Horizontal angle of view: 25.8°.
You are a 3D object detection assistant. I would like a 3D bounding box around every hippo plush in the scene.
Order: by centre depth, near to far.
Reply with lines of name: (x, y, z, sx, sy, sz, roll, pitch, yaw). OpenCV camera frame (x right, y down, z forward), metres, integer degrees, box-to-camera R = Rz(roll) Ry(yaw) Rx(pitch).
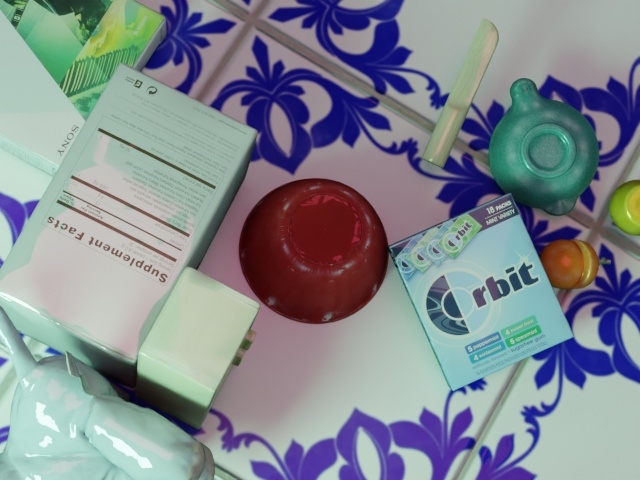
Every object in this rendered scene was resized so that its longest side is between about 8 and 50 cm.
hippo plush: (-0.264, 0.256, 1.440, 0.234, 0.294, 0.236, 30, 80, 24)

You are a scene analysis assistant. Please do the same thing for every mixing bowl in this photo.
mixing bowl: (0.000, 0.000, 1.628, 0.182, 0.098, 0.181, 2, 75, -8)

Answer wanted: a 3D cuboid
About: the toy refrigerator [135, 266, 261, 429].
toy refrigerator: (-0.132, 0.123, 1.485, 0.094, 0.269, 0.102, 28, 72, 1)

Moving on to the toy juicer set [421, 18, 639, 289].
toy juicer set: (0.246, -0.081, 1.702, 0.329, 0.089, 0.209, 44, 92, 2)

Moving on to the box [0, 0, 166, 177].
box: (-0.378, -0.242, 1.663, 0.322, 0.058, 0.232, 29, 73, 0)

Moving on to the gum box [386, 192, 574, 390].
gum box: (0.186, 0.059, 1.633, 0.157, 0.041, 0.184, -24, 91, -2)

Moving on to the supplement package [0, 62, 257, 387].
supplement package: (-0.215, -0.012, 1.558, 0.175, 0.177, 0.293, 27, 73, 0)
